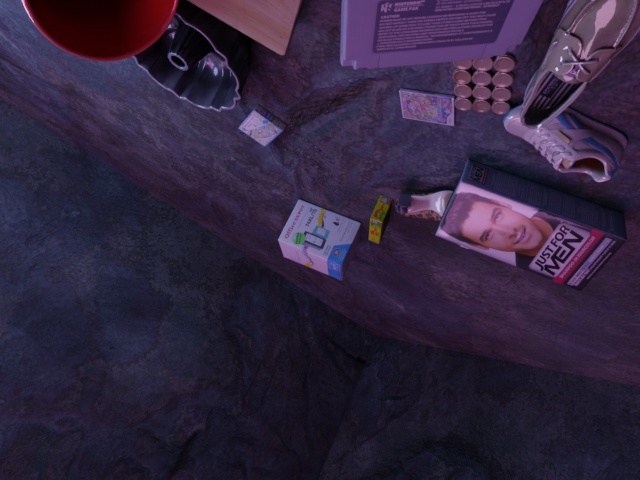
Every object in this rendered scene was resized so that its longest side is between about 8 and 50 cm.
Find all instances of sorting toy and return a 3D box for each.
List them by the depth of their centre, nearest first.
[{"bbox_3d":[-0.137,-0.505,0.798,0.257,0.089,0.255,28,161,-7],"label":"sorting toy"}]

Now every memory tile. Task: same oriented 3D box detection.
[{"bbox_3d":[0.314,-0.303,0.862,0.113,0.012,0.148,13,158,24],"label":"memory tile"}]

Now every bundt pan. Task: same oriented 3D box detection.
[{"bbox_3d":[-0.310,-0.469,1.063,0.331,0.124,0.331,23,160,9],"label":"bundt pan"}]

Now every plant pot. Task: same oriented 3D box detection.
[{"bbox_3d":[-0.431,-0.511,0.795,0.243,0.275,0.275,51,169,20],"label":"plant pot"}]

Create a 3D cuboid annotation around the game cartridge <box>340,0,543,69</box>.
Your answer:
[{"bbox_3d":[0.179,-0.352,0.664,0.297,0.062,0.198,-5,154,-1],"label":"game cartridge"}]

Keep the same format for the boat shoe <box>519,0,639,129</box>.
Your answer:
[{"bbox_3d":[0.402,-0.282,0.684,0.109,0.094,0.302,22,161,11],"label":"boat shoe"}]

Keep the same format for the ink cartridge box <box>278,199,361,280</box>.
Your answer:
[{"bbox_3d":[0.000,0.000,1.785,0.270,0.198,0.197,22,161,11],"label":"ink cartridge box"}]

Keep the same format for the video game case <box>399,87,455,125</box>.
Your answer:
[{"bbox_3d":[0.238,-0.296,0.988,0.122,0.011,0.087,17,159,24],"label":"video game case"}]

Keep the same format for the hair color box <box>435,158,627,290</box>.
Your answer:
[{"bbox_3d":[0.498,-0.038,1.086,0.375,0.113,0.185,23,136,11],"label":"hair color box"}]

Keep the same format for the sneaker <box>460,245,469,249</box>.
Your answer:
[{"bbox_3d":[0.500,-0.017,1.259,0.272,0.100,0.108,10,150,39],"label":"sneaker"}]

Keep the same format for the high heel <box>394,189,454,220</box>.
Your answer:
[{"bbox_3d":[0.353,-0.095,1.314,0.261,0.093,0.186,10,-179,8],"label":"high heel"}]

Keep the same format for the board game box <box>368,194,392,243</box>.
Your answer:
[{"bbox_3d":[0.202,-0.068,1.510,0.043,0.092,0.181,21,160,12],"label":"board game box"}]

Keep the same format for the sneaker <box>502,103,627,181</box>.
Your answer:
[{"bbox_3d":[0.462,-0.191,0.853,0.229,0.092,0.087,24,163,10],"label":"sneaker"}]

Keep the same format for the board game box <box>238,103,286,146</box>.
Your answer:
[{"bbox_3d":[-0.180,-0.348,1.361,0.103,0.026,0.154,33,160,-20],"label":"board game box"}]
